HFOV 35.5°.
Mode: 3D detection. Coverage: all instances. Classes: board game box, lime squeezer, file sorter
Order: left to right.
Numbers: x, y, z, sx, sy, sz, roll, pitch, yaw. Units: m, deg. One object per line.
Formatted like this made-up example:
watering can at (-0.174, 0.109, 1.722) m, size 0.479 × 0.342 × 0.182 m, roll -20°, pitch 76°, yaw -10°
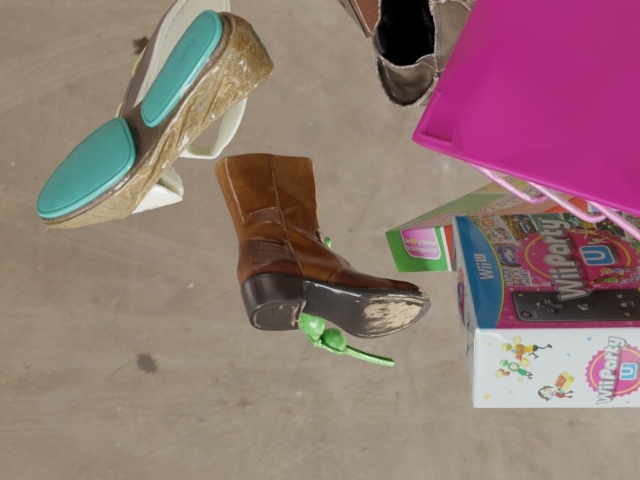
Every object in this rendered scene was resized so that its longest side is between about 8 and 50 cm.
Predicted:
lime squeezer at (0.023, 0.134, 1.644) m, size 0.110 × 0.059 × 0.310 m, roll -46°, pitch 130°, yaw -21°
board game box at (0.271, -0.033, 1.324) m, size 0.242 × 0.316 × 0.064 m, roll -25°, pitch 99°, yaw -28°
board game box at (0.293, 0.063, 1.008) m, size 0.224 × 0.303 × 0.098 m, roll -88°, pitch 176°, yaw -60°
file sorter at (0.258, -0.103, 0.747) m, size 0.182 × 0.290 × 0.202 m, roll 25°, pitch 91°, yaw -38°

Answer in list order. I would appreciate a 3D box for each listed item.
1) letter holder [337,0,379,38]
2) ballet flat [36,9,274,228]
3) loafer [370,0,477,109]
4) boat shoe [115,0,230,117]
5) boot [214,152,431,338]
letter holder at (0.070, -0.458, 1.276) m, size 0.302 × 0.214 × 0.152 m, roll 58°, pitch 3°, yaw -39°
ballet flat at (-0.178, -0.114, 1.143) m, size 0.124 × 0.342 × 0.116 m, roll 29°, pitch 25°, yaw -41°
loafer at (0.104, -0.231, 1.037) m, size 0.130 × 0.366 × 0.134 m, roll -19°, pitch 80°, yaw -13°
boat shoe at (-0.246, -0.276, 1.622) m, size 0.116 × 0.096 × 0.324 m, roll 29°, pitch 74°, yaw -36°
boot at (0.000, 0.000, 1.364) m, size 0.264 × 0.096 × 0.280 m, roll -2°, pitch 47°, yaw -14°
